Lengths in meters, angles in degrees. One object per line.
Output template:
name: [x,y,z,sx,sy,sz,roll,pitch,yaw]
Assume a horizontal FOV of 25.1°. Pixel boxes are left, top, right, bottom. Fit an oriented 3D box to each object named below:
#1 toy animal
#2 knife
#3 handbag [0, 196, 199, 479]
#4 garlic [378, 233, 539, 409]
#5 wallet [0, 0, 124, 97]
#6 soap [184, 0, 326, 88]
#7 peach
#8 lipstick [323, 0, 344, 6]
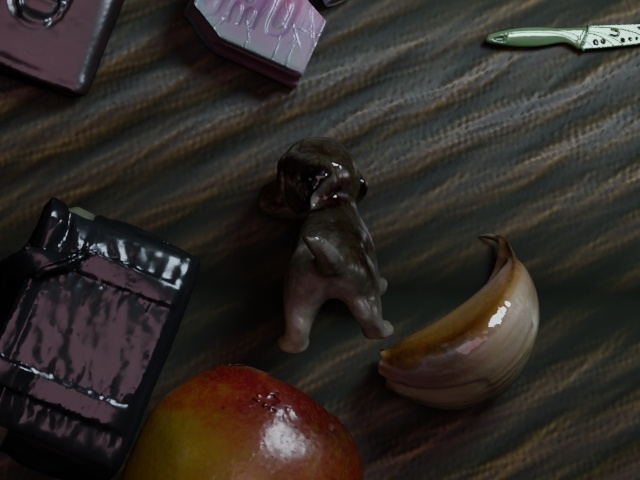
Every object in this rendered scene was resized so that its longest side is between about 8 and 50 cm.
toy animal: [0.001,0.007,1.435,0.121,0.233,0.168,-8,121,2]
knife: [0.282,-0.223,1.585,0.207,0.014,0.030,-4,79,-9]
handbag: [-0.242,0.094,1.380,0.181,0.181,0.254,24,77,-10]
garlic: [0.168,0.100,1.473,0.207,0.128,0.115,-44,112,-19]
wallet: [-0.292,-0.276,1.504,0.182,0.049,0.229,19,80,-7]
soap: [-0.071,-0.239,1.521,0.149,0.056,0.100,25,75,-3]
peach: [-0.075,0.233,1.362,0.231,0.231,0.231,1,80,-7]
lipstick: [-0.007,-0.318,1.552,0.038,0.038,0.130,-26,85,-11]
